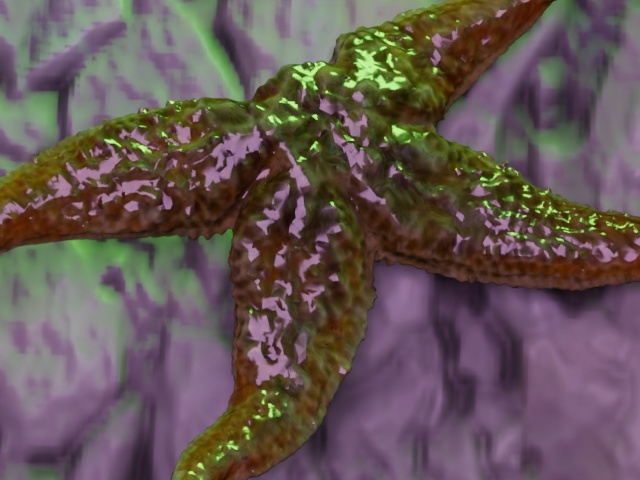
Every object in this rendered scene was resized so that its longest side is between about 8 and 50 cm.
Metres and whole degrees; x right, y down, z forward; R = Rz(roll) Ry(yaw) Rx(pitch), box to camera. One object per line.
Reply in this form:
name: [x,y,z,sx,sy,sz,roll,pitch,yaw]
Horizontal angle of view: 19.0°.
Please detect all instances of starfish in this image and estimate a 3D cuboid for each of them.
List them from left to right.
starfish: [0.001,0.002,0.639,0.247,0.050,0.138,-24,73,-10]
